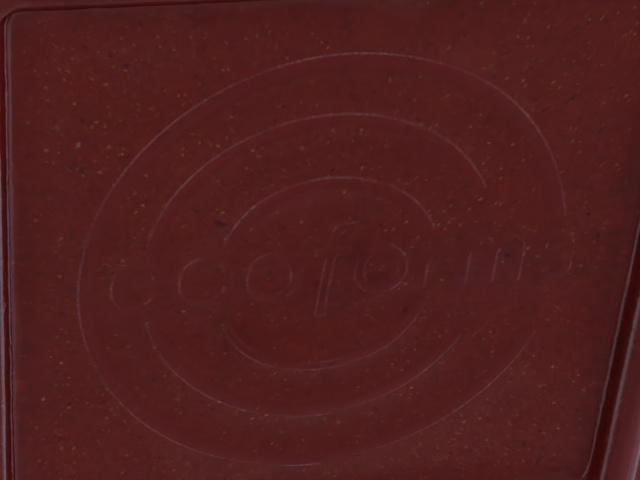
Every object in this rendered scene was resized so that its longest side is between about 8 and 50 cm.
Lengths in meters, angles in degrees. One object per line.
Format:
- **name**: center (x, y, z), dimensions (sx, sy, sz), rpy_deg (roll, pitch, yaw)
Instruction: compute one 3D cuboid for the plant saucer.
- **plant saucer**: center (0.000, 0.000, 0.558), dimensions (0.258, 0.047, 0.259), rpy_deg (-4, 126, -13)
